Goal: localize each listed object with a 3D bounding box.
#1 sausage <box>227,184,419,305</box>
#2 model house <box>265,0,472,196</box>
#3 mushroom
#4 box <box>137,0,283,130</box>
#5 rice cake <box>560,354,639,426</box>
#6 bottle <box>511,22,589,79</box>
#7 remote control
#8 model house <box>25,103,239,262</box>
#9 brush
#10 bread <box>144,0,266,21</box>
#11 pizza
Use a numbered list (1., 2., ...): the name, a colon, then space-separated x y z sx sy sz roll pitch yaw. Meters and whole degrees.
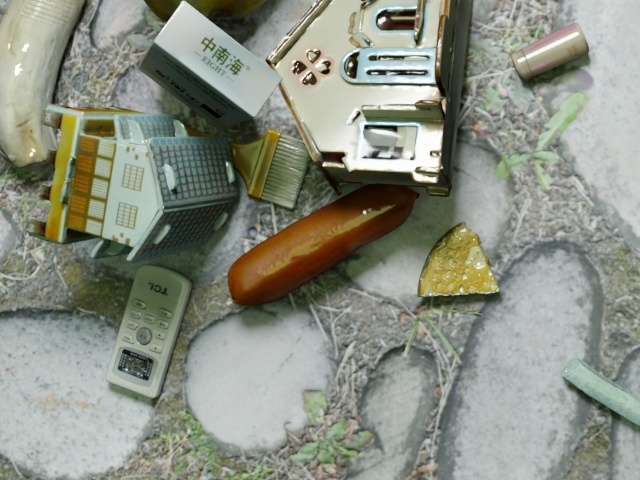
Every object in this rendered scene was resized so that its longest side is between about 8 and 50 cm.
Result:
1. sausage: 0.000 0.000 1.265 0.300 0.089 0.083 -31 76 11
2. model house: 0.059 -0.221 1.186 0.244 0.169 0.326 3 74 20
3. mushroom: -0.425 -0.282 1.369 0.123 0.095 0.351 9 93 -5
4. box: -0.152 -0.220 1.201 0.155 0.243 0.067 38 82 -15
5. rice cake: 0.395 0.210 1.200 0.171 0.029 0.033 33 103 13
6. bottle: 0.305 -0.250 1.220 0.096 0.045 0.045 -24 84 13
7. remote control: -0.253 0.131 1.351 0.087 0.029 0.190 19 93 12
8. model house: -0.252 -0.077 1.251 0.215 0.224 0.198 13 100 17
9. brush: -0.148 -0.133 1.340 0.272 0.013 0.103 19 93 13
10. bread: -0.134 -0.451 1.201 0.210 0.300 0.341 44 101 16
11. pizza: 0.195 0.046 1.251 0.109 0.026 0.123 33 94 9
